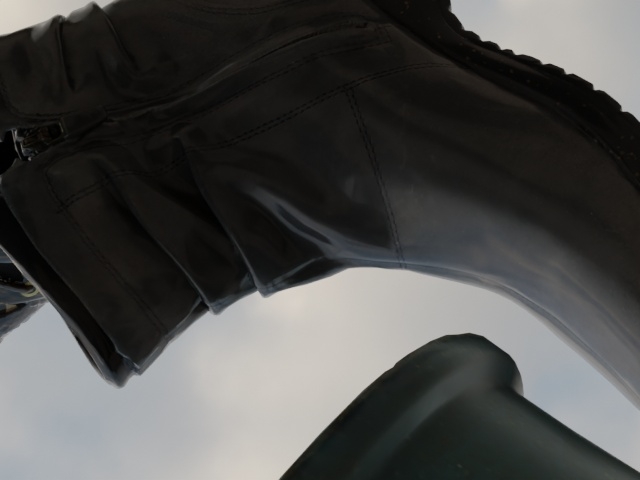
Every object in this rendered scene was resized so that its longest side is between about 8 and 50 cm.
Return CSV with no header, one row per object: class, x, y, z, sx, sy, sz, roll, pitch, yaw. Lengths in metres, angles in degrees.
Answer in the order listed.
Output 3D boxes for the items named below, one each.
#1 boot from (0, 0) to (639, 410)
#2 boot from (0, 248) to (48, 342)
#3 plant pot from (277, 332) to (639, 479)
boot,0.000,0.000,0.663,0.223,0.118,0.338,-33,-123,-14
boot,-0.242,-0.080,1.129,0.377,0.284,0.138,53,-165,-44
plant pot,0.111,0.244,0.396,0.334,0.341,0.341,25,-140,18
